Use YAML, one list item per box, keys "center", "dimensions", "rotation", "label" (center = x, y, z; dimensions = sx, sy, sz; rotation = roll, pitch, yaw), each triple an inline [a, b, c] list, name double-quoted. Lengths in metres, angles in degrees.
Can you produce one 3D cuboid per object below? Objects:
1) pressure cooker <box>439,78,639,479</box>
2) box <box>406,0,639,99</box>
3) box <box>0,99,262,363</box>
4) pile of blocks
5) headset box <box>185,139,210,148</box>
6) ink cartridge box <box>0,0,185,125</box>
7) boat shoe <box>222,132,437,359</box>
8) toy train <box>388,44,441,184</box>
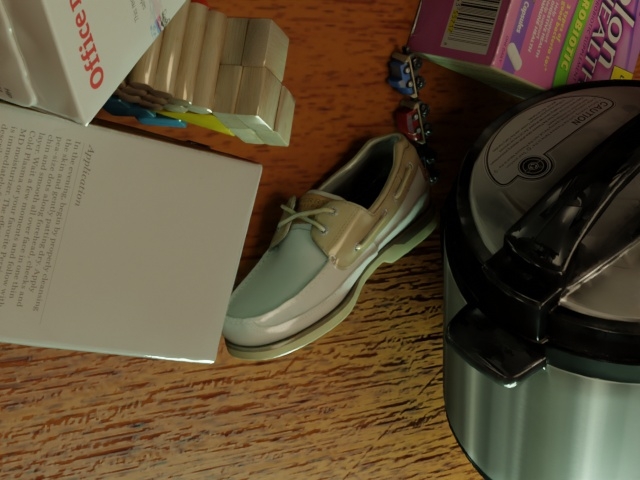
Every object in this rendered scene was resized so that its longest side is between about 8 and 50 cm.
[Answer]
- center: [0.306, 0.041, 1.691]
  dimensions: [0.420, 0.376, 0.370]
  rotation: [86, 7, -48]
  label: "pressure cooker"
- center: [0.233, -0.260, 1.762]
  dimensions: [0.243, 0.117, 0.213]
  rotation: [15, 92, -48]
  label: "box"
- center: [-0.249, -0.025, 1.262]
  dimensions: [0.345, 0.215, 0.168]
  rotation: [12, 94, -48]
  label: "box"
- center: [-0.176, -0.174, 1.344]
  dimensions: [0.362, 0.149, 0.112]
  rotation: [18, 75, -33]
  label: "pile of blocks"
- center: [-0.133, -0.044, 1.512]
  dimensions: [0.083, 0.032, 0.062]
  rotation: [-31, 124, -38]
  label: "headset box"
- center: [-0.179, -0.230, 1.118]
  dimensions: [0.232, 0.168, 0.171]
  rotation: [-56, 153, -31]
  label: "ink cartridge box"
- center: [0.000, 0.000, 1.618]
  dimensions: [0.302, 0.113, 0.103]
  rotation: [-43, 130, -42]
  label: "boat shoe"
- center: [0.094, -0.124, 1.730]
  dimensions: [0.036, 0.027, 0.158]
  rotation: [-27, 122, -26]
  label: "toy train"
